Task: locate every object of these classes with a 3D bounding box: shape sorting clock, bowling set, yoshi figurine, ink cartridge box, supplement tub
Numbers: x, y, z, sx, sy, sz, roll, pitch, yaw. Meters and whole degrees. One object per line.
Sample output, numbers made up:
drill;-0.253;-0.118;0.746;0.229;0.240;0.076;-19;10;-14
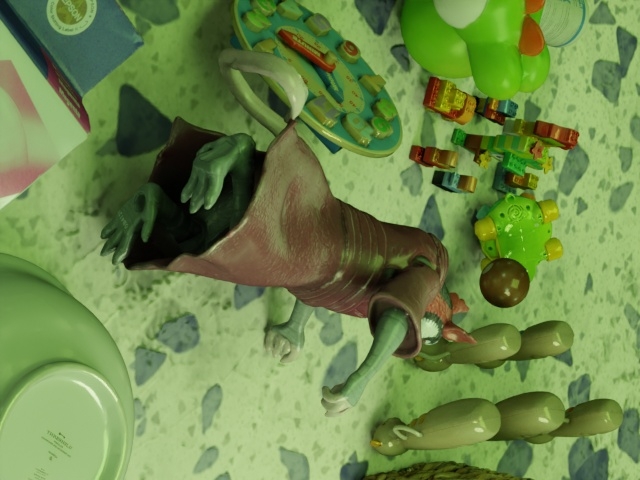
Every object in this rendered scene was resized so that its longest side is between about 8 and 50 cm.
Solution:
shape sorting clock;0.000;-0.159;1.762;0.206;0.040;0.206;32;32;-23
bowling set;0.182;0.129;2.037;0.287;0.154;0.200;8;71;-46
yoshi figurine;0.122;-0.312;1.900;0.203;0.203;0.362;-47;123;-84
ink cartridge box;-0.322;-0.151;1.412;0.330;0.071;0.324;-42;126;-9
supplement tub;0.236;-0.251;2.063;0.107;0.071;0.071;8;90;-48

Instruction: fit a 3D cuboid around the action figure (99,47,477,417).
action figure;0.000;0.000;1.716;0.370;0.248;0.276;19;94;-33

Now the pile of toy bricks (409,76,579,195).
pile of toy bricks;0.198;-0.099;2.020;0.212;0.105;0.118;21;80;-46

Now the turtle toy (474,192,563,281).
turtle toy;0.211;0.001;2.073;0.095;0.066;0.130;-16;122;-8

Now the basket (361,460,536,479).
basket;0.149;0.392;1.955;0.213;0.223;0.299;-1;98;-47

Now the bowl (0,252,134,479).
bowl;-0.253;0.160;1.558;0.298;0.134;0.298;-8;100;-46
